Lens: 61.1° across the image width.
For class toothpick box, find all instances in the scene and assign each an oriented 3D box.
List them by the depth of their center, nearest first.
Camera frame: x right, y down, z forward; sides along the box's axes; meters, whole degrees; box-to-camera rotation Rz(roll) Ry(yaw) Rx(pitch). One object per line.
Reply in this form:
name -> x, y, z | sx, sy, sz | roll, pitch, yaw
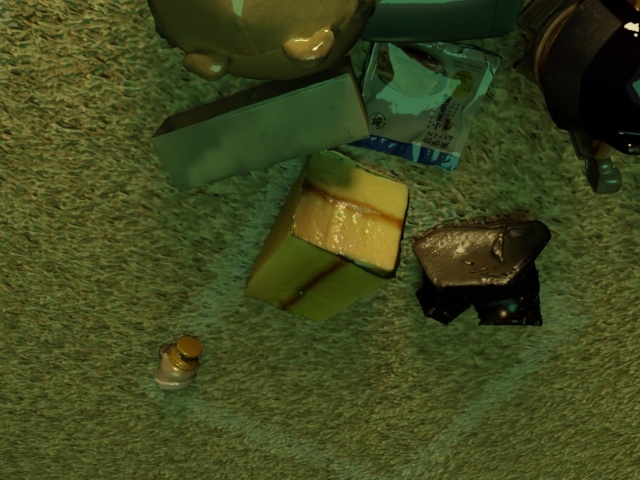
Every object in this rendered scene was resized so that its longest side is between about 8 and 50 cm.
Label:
toothpick box -> 0.127, -0.289, 0.623 | 0.184, 0.120, 0.120 | -4, 121, 5

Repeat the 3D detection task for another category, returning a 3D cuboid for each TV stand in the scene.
TV stand -> -0.078, -0.151, 0.713 | 0.270, 0.082, 0.088 | -14, 123, 12

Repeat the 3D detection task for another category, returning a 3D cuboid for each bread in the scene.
bread -> -0.002, 0.003, 0.843 | 0.168, 0.163, 0.264 | 24, 149, -16

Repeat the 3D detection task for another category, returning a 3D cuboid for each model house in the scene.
model house -> 0.251, 0.065, 0.855 | 0.203, 0.141, 0.164 | 2, 146, 22

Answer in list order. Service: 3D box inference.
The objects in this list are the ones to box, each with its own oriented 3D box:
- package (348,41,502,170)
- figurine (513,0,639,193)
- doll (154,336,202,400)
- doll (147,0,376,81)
package -> 0.134, -0.189, 0.735 | 0.171, 0.027, 0.173 | 12, 118, -8
figurine -> 0.309, -0.193, 0.592 | 0.143, 0.308, 0.308 | -21, 119, 17
doll -> -0.262, 0.226, 0.963 | 0.084, 0.073, 0.127 | 37, 114, 16
doll -> -0.072, -0.330, 0.505 | 0.247, 0.247, 0.349 | -5, 102, 2
